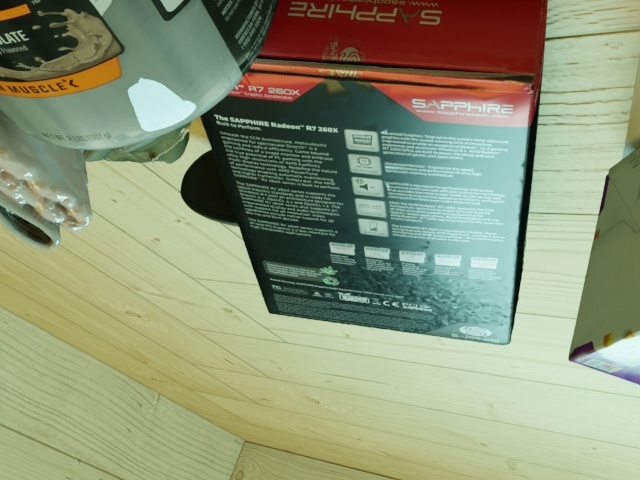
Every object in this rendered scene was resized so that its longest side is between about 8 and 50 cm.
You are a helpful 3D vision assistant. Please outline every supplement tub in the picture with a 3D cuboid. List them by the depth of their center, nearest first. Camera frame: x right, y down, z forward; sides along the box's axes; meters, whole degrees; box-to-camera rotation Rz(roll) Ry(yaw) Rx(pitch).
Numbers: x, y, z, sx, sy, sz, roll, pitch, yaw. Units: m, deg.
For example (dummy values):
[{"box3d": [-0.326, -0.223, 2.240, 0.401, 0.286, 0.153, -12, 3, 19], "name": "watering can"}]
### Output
[{"box3d": [-0.164, -0.210, 0.530, 0.207, 0.207, 0.338, 13, 159, 24], "name": "supplement tub"}]

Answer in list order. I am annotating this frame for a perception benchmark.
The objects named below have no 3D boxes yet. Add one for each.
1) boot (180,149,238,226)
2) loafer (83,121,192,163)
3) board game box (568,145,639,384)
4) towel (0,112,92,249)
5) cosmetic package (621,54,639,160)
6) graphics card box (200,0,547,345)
[{"box3d": [0.000, 0.000, 1.105, 0.263, 0.091, 0.229, 11, 158, 22], "name": "boot"}, {"box3d": [-0.162, -0.120, 0.983, 0.087, 0.094, 0.251, 3, 180, -25], "name": "loafer"}, {"box3d": [0.316, 0.040, 0.625, 0.275, 0.142, 0.144, 19, 160, -6], "name": "board game box"}, {"box3d": [-0.293, -0.179, 0.690, 0.053, 0.317, 0.332, -34, 137, 13], "name": "towel"}, {"box3d": [0.254, -0.072, 0.684, 0.099, 0.060, 0.239, 14, 160, 18], "name": "cosmetic package"}, {"box3d": [0.048, -0.045, 0.812, 0.233, 0.094, 0.371, 6, 149, 12], "name": "graphics card box"}]
